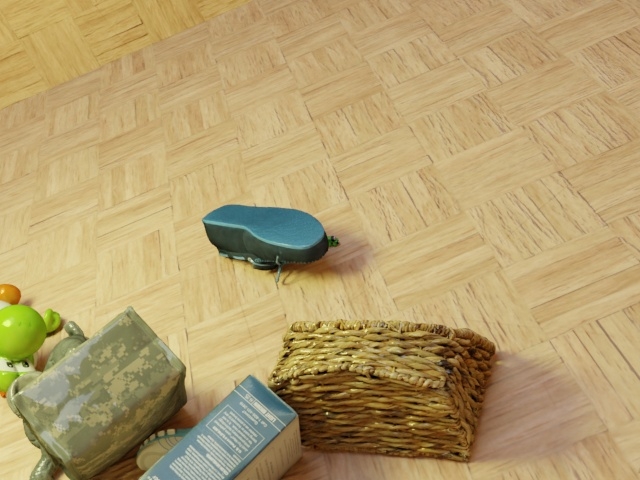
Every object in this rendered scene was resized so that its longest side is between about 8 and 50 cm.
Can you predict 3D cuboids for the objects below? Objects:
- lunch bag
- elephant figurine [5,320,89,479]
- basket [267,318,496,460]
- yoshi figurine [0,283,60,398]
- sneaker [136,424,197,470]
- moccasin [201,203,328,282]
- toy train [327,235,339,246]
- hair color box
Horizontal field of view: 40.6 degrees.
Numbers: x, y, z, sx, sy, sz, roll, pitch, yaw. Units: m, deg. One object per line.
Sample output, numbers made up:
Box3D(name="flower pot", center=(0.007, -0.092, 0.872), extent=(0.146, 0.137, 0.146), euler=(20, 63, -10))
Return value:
Box3D(name="lunch bag", center=(-0.350, 0.273, 1.421), extent=(0.235, 0.287, 0.169), euler=(-39, 74, -24))
Box3D(name="elephant figurine", center=(-0.484, 0.297, 1.574), extent=(0.239, 0.169, 0.186), euler=(-47, 9, -5))
Box3D(name="basket", center=(0.092, 0.179, 1.321), extent=(0.299, 0.213, 0.223), euler=(-2, 41, 28))
Box3D(name="yoshi figurine", center=(-0.653, 0.169, 1.795), extent=(0.203, 0.203, 0.362), euler=(-30, 38, -19))
Box3D(name="sneaker", center=(-0.215, 0.350, 1.409), extent=(0.190, 0.071, 0.083), euler=(-20, 44, 10))
Box3D(name="moccasin", center=(-0.101, 0.002, 1.758), extent=(0.138, 0.117, 0.342), euler=(-31, 29, -31))
Box3D(name="toy train", center=(0.000, 0.000, 1.772), extent=(0.083, 0.024, 0.017), euler=(-2, 41, 29))
Box3D(name="hair color box", center=(-0.182, 0.372, 1.249), extent=(0.105, 0.174, 0.347), euler=(37, 64, 23))
